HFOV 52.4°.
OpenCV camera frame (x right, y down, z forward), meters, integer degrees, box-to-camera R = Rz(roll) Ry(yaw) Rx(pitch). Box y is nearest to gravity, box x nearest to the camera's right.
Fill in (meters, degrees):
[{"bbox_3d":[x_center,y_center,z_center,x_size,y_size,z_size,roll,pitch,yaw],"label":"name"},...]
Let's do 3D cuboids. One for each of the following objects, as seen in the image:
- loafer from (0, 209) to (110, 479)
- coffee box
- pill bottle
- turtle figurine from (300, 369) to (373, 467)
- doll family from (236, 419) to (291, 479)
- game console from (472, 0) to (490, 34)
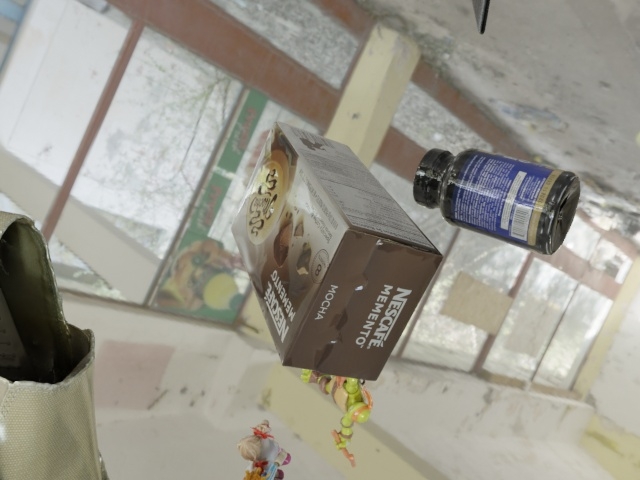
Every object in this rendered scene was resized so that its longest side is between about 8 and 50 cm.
[{"bbox_3d":[-0.176,0.101,0.386,0.092,0.269,0.102,-17,-169,15],"label":"loafer"},{"bbox_3d":[0.000,0.000,0.765,0.118,0.168,0.297,15,-156,-26],"label":"coffee box"},{"bbox_3d":[0.253,-0.066,0.956,0.219,0.123,0.122,21,-179,32],"label":"pill bottle"},{"bbox_3d":[0.040,0.267,1.219,0.087,0.270,0.217,-15,-150,-20],"label":"turtle figurine"},{"bbox_3d":[-0.094,0.407,0.964,0.118,0.263,0.163,13,155,27],"label":"doll family"},{"bbox_3d":[0.177,-0.279,0.613,0.071,0.107,0.122,51,164,27],"label":"game console"}]
